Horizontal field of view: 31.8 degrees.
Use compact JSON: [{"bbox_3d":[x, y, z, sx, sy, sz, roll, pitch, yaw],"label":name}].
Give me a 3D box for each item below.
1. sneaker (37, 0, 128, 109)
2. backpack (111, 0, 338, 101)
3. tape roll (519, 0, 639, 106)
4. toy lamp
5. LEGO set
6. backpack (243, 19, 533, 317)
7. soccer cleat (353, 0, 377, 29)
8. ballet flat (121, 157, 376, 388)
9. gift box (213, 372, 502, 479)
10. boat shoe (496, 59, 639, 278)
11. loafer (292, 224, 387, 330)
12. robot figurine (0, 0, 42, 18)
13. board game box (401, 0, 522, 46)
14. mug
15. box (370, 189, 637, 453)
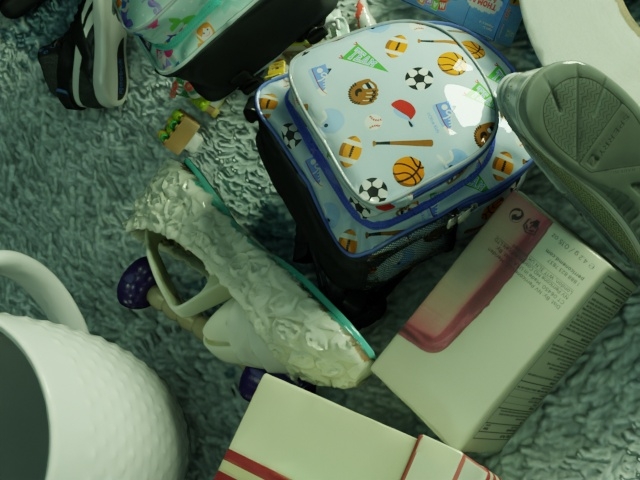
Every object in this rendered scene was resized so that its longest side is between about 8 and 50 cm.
[{"bbox_3d":[-0.315,-0.279,1.473,0.121,0.079,0.217,-1,82,24],"label":"sneaker"},{"bbox_3d":[-0.128,-0.309,1.211,0.225,0.191,0.253,-37,56,18],"label":"backpack"},{"bbox_3d":[0.386,-0.270,1.077,0.392,0.072,0.392,2,96,16],"label":"tape roll"},{"bbox_3d":[-0.121,0.115,1.312,0.274,0.080,0.080,32,95,30],"label":"toy lamp"},{"bbox_3d":[-0.104,-0.216,1.338,0.287,0.107,0.132,-23,66,24],"label":"LEGO set"},{"bbox_3d":[0.087,-0.107,1.162,0.263,0.213,0.277,-24,74,-18],"label":"backpack"},{"bbox_3d":[0.060,-0.246,1.318,0.035,0.029,0.083,-8,81,16],"label":"soccer cleat"},{"bbox_3d":[-0.094,0.058,1.246,0.147,0.147,0.409,-53,49,8],"label":"ballet flat"},{"bbox_3d":[0.042,0.315,1.101,0.258,0.255,0.276,18,83,29],"label":"gift box"},{"bbox_3d":[0.296,-0.049,1.065,0.320,0.103,0.118,38,88,-16],"label":"boat shoe"},{"bbox_3d":[0.000,0.000,1.272,0.078,0.076,0.223,-26,74,11],"label":"loafer"},{"bbox_3d":[-0.452,-0.430,1.515,0.278,0.173,0.209,-34,66,16],"label":"robot figurine"},{"bbox_3d":[0.181,-0.339,1.226,0.160,0.039,0.212,35,110,39],"label":"board game box"},{"bbox_3d":[-0.313,0.185,1.248,0.276,0.328,0.374,-25,70,19],"label":"mug"},{"bbox_3d":[0.186,0.086,1.127,0.127,0.148,0.232,43,99,26],"label":"box"}]
